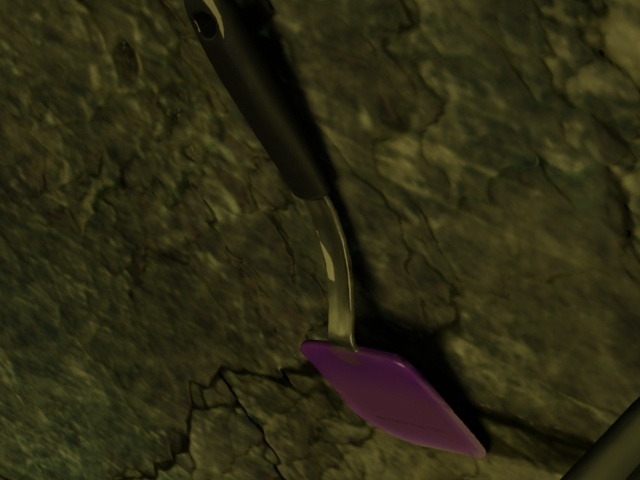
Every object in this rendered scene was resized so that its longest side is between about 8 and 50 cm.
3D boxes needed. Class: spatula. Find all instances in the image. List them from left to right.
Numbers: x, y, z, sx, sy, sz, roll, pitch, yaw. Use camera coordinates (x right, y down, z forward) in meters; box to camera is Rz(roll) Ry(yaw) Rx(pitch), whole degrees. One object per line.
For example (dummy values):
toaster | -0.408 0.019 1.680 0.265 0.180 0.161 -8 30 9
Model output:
spatula | 0.000 0.000 0.783 0.084 0.030 0.296 6 129 44

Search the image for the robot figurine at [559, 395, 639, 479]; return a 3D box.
robot figurine | 0.234 0.208 0.605 0.353 0.200 0.300 50 155 1
